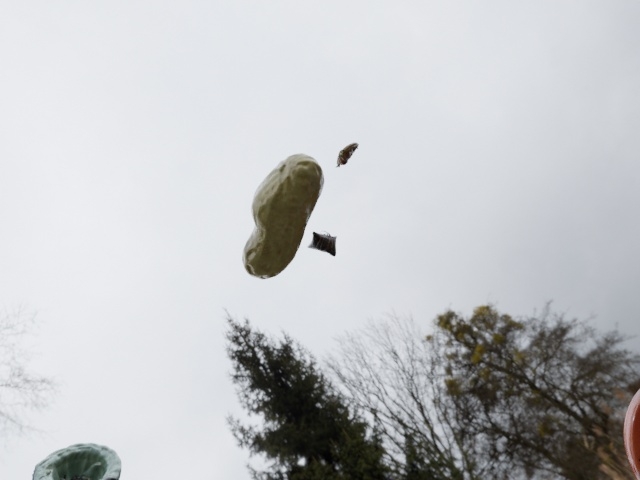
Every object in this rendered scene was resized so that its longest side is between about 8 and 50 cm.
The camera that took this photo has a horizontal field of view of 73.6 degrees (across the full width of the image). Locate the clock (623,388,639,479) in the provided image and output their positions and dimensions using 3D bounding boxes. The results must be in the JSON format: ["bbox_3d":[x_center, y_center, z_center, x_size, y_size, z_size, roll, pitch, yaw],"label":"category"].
[{"bbox_3d":[0.497,0.264,0.535,0.205,0.205,0.051,-45,-17,-5],"label":"clock"}]

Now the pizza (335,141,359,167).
[{"bbox_3d":[0.095,-0.282,1.367,0.099,0.029,0.100,-42,-9,-21],"label":"pizza"}]

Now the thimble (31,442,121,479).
[{"bbox_3d":[-0.710,0.707,1.234,0.237,0.237,0.150,8,-77,-39],"label":"thimble"}]

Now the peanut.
[{"bbox_3d":[-0.098,-0.052,0.986,0.147,0.147,0.319,10,-67,-40],"label":"peanut"}]

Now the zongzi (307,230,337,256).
[{"bbox_3d":[0.000,0.000,1.110,0.083,0.067,0.074,1,-35,9],"label":"zongzi"}]
